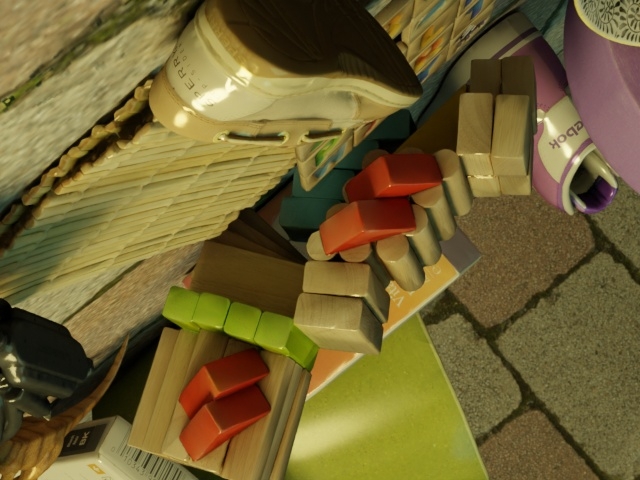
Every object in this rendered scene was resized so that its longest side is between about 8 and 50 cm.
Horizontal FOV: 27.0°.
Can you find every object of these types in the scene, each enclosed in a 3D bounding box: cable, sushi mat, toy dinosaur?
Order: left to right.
[{"bbox_3d":[-0.181,0.064,0.522,0.151,0.047,0.184,-28,163,9],"label":"cable"},{"bbox_3d":[-0.200,0.143,0.938,0.112,0.064,0.211,-43,174,19],"label":"toy dinosaur"},{"bbox_3d":[-0.067,-0.029,0.671,0.151,0.019,0.316,-40,174,19],"label":"sushi mat"}]

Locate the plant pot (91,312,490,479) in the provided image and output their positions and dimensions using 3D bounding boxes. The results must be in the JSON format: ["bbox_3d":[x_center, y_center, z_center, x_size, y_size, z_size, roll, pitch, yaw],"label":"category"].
[{"bbox_3d":[-0.040,0.147,1.183,0.294,0.274,0.275,-24,174,1],"label":"plant pot"}]

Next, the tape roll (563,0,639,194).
[{"bbox_3d":[0.315,-0.142,0.932,0.275,0.275,0.090,-38,174,-13],"label":"tape roll"}]

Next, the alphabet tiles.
[{"bbox_3d":[0.073,-0.128,0.726,0.237,0.009,0.198,-43,172,-6],"label":"alphabet tiles"}]

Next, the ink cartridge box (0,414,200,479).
[{"bbox_3d":[-0.151,0.224,1.067,0.208,0.206,0.045,-18,-143,46],"label":"ink cartridge box"}]

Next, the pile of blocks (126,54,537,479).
[{"bbox_3d":[0.000,0.000,0.844,0.362,0.149,0.112,-49,161,-4],"label":"pile of blocks"}]

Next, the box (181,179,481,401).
[{"bbox_3d":[0.009,0.021,0.987,0.170,0.130,0.091,-42,175,17],"label":"box"}]

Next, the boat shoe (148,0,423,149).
[{"bbox_3d":[-0.013,-0.067,0.539,0.059,0.063,0.170,-39,166,23],"label":"boat shoe"}]

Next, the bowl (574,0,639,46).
[{"bbox_3d":[0.229,-0.198,0.811,0.170,0.080,0.170,-8,155,-4],"label":"bowl"}]

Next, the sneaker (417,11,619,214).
[{"bbox_3d":[0.169,-0.076,1.118,0.102,0.161,0.282,-41,176,-2],"label":"sneaker"}]
